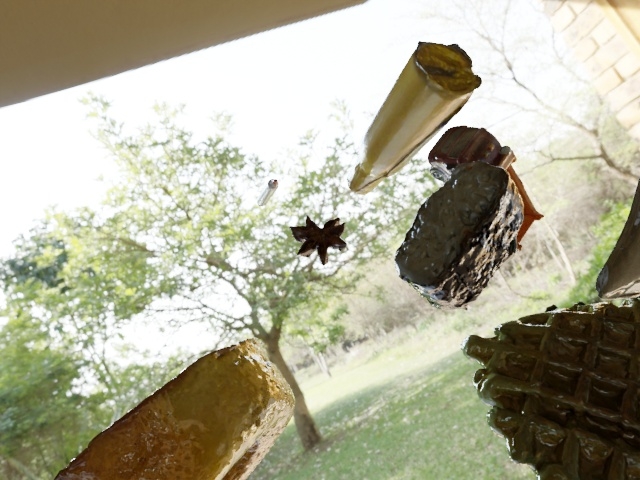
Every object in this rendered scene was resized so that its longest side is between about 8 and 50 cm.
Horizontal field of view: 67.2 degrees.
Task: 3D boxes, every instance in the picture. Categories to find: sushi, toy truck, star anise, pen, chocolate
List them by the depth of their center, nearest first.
[{"bbox_3d":[0.218,-0.004,0.741,0.127,0.124,0.225,35,-93,-39],"label":"sushi"},{"bbox_3d":[0.329,-0.103,0.956,0.114,0.270,0.135,-52,33,-12],"label":"toy truck"},{"bbox_3d":[-0.107,-0.098,0.976,0.026,0.026,0.218,-26,1,-14],"label":"pen"},{"bbox_3d":[0.195,-0.261,1.172,0.162,0.162,0.445,-22,-18,-32],"label":"chocolate"},{"bbox_3d":[0.003,0.000,1.611,0.212,0.196,0.111,-14,-53,-27],"label":"star anise"}]

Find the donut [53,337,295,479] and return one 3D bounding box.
[{"bbox_3d":[-0.200,0.351,0.808,0.378,0.163,0.435,-51,-18,5],"label":"donut"}]

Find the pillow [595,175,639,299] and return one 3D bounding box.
[{"bbox_3d":[0.422,-0.023,0.606,0.130,0.218,0.033,-4,24,-25],"label":"pillow"}]

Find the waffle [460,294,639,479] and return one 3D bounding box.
[{"bbox_3d":[0.241,0.130,0.393,0.214,0.208,0.054,-15,-45,-6],"label":"waffle"}]
